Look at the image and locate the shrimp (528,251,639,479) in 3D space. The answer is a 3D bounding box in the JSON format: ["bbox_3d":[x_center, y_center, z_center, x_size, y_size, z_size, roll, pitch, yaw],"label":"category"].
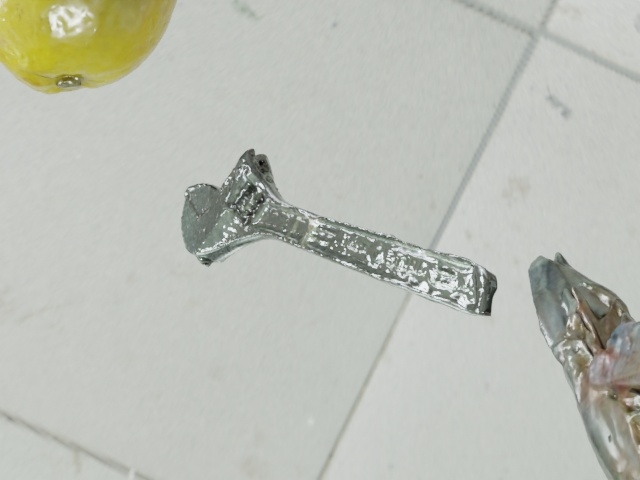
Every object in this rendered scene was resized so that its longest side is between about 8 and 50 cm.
[{"bbox_3d":[0.197,0.090,0.856,0.062,0.317,0.164,-8,131,-20],"label":"shrimp"}]

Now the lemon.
[{"bbox_3d":[-0.198,-0.223,1.280,0.170,0.170,0.207,13,85,2],"label":"lemon"}]

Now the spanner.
[{"bbox_3d":[0.000,0.000,1.054,0.026,0.325,0.093,19,91,-41],"label":"spanner"}]
